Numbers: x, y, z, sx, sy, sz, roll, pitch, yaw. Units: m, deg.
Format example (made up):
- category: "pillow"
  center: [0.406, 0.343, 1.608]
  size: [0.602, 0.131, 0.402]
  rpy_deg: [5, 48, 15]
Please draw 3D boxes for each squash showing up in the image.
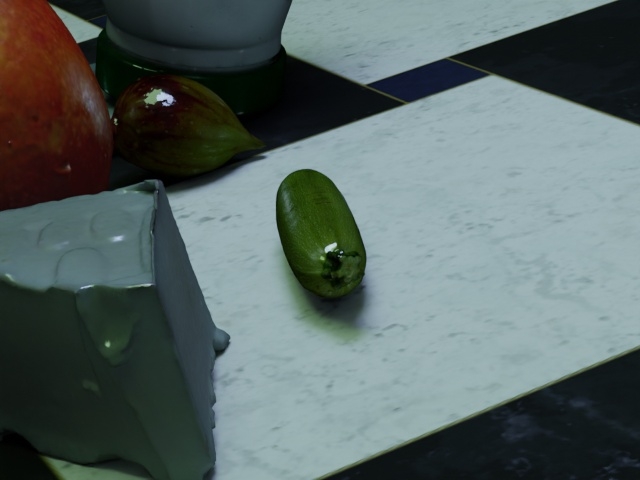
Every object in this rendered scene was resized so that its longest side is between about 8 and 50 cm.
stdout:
- category: "squash"
  center: [0.000, 0.000, 1.553]
  size: [0.066, 0.066, 0.252]
  rpy_deg: [-13, 20, -2]

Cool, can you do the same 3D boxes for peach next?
- category: "peach"
  center: [-0.366, -0.094, 1.619]
  size: [0.388, 0.388, 0.388]
  rpy_deg: [-11, 21, 4]

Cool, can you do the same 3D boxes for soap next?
- category: "soap"
  center: [-0.228, 0.081, 1.361]
  size: [0.302, 0.159, 0.258]
  rpy_deg: [-13, 23, 2]

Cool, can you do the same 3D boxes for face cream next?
- category: "face cream"
  center: [-0.126, -0.328, 1.994]
  size: [0.220, 0.357, 0.312]
  rpy_deg: [10, 25, 4]

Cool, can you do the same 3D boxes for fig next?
- category: "fig"
  center: [-0.130, -0.109, 1.868]
  size: [0.155, 0.103, 0.109]
  rpy_deg: [10, 14, -22]

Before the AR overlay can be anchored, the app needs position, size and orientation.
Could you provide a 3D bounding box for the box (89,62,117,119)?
- category: "box"
  center: [-0.238, -0.155, 2.113]
  size: [0.142, 0.044, 0.285]
  rpy_deg: [-12, 20, 13]
